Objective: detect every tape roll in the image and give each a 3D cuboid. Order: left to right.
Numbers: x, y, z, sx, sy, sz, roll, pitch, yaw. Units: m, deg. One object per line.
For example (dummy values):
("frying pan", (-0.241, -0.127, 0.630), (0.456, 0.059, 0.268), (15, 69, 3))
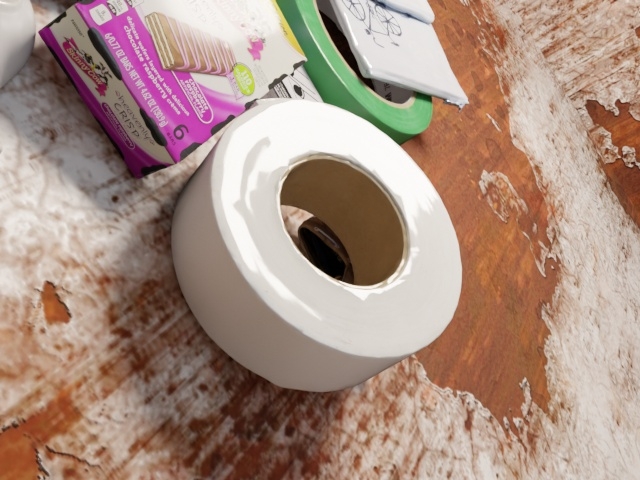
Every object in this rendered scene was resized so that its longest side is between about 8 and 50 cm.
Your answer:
("tape roll", (0.000, 0.000, 0.718), (0.286, 0.100, 0.286), (17, 54, -25))
("tape roll", (0.042, -0.281, 1.069), (0.321, 0.077, 0.321), (33, 41, -35))

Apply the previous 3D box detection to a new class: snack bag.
("snack bag", (0.097, -0.370, 1.109), (0.323, 0.037, 0.342), (-1, 67, -54))

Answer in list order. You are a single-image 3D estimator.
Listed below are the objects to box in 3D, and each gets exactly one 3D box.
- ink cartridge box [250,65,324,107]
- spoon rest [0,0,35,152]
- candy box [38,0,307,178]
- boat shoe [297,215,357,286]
("ink cartridge box", (-0.062, -0.207, 0.901), (0.207, 0.046, 0.097), (61, 33, -1))
("spoon rest", (-0.284, -0.146, 0.550), (0.137, 0.084, 0.276), (29, 31, -41))
("candy box", (-0.130, -0.190, 0.709), (0.159, 0.071, 0.233), (59, 45, -21))
("boat shoe", (0.028, 0.054, 0.818), (0.066, 0.066, 0.183), (-15, 68, -51))
